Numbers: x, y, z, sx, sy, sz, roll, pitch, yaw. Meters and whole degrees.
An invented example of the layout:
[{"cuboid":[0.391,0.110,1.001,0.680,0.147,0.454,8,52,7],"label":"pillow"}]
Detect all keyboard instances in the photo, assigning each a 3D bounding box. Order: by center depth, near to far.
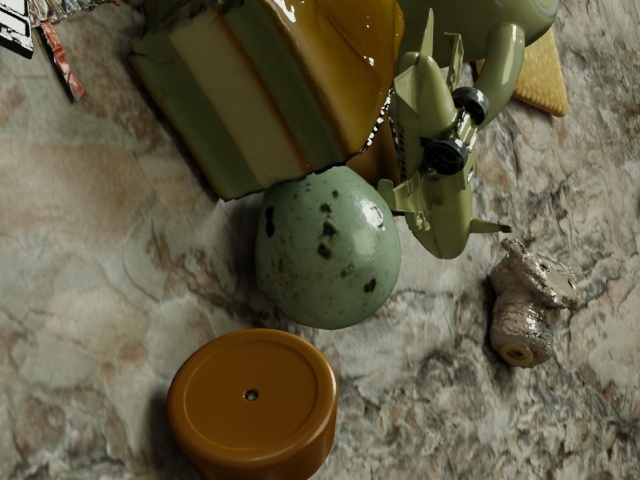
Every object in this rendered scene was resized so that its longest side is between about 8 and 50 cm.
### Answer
[{"cuboid":[-0.272,-0.186,1.244,0.198,0.010,0.063,25,51,-50],"label":"keyboard"}]

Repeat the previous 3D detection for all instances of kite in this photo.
[{"cuboid":[-0.219,-0.195,1.363,0.189,0.009,0.232,67,27,-10],"label":"kite"}]

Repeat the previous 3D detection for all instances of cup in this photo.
[{"cuboid":[0.122,-0.238,1.809,0.173,0.202,0.255,58,32,-33],"label":"cup"}]

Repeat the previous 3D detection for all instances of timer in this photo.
[{"cuboid":[-0.044,0.165,1.394,0.152,0.132,0.132,80,14,-48],"label":"timer"}]

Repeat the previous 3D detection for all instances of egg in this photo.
[{"cuboid":[0.000,0.000,1.541,0.131,0.131,0.164,37,23,-49],"label":"egg"}]

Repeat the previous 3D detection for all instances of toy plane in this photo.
[{"cuboid":[0.108,-0.080,1.671,0.256,0.104,0.242,66,32,-35],"label":"toy plane"}]

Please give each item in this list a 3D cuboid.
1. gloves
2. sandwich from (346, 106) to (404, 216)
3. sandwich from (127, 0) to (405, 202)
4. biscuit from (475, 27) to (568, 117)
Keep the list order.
[{"cuboid":[0.235,0.071,1.976,0.110,0.094,0.144,23,62,-43],"label":"gloves"},{"cuboid":[0.011,-0.109,1.691,0.162,0.058,0.193,-6,82,-62],"label":"sandwich"},{"cuboid":[-0.045,-0.187,1.524,0.198,0.155,0.227,58,30,-27],"label":"sandwich"},{"cuboid":[0.243,-0.246,2.237,0.250,0.030,0.160,11,65,-60],"label":"biscuit"}]
